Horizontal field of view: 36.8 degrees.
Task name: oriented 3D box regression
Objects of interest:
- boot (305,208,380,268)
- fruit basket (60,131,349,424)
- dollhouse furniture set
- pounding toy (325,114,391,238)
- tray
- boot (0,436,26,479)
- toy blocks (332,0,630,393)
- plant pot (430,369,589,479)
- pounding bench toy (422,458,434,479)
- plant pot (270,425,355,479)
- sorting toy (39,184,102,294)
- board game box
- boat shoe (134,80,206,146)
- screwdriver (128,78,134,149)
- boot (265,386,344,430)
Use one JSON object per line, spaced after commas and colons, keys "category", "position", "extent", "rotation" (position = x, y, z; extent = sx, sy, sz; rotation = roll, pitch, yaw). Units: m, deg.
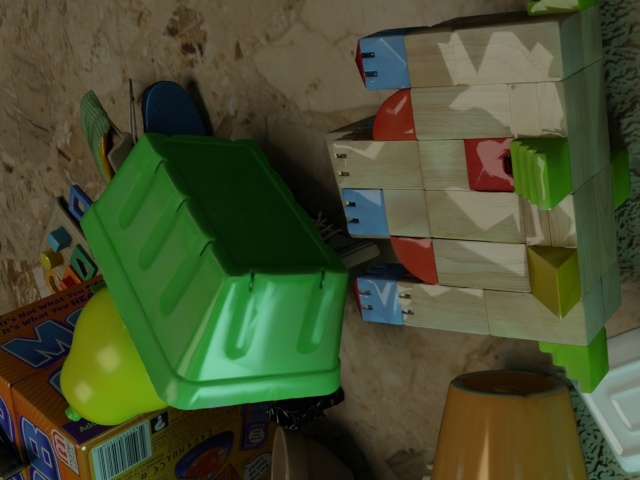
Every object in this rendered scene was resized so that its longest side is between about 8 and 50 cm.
{"category": "boot", "position": [0.000, 0.000, 1.242], "extent": [0.190, 0.069, 0.086], "rotation": [-16, 94, 55]}
{"category": "fruit basket", "position": [-0.170, 0.091, 1.233], "extent": [0.392, 0.283, 0.392], "rotation": [0, 90, 56]}
{"category": "dollhouse furniture set", "position": [-0.316, -0.038, 1.425], "extent": [0.197, 0.151, 0.301], "rotation": [43, 159, 51]}
{"category": "pounding toy", "position": [0.117, -0.047, 1.060], "extent": [0.206, 0.094, 0.181], "rotation": [2, 111, 49]}
{"category": "tray", "position": [0.357, 0.147, 0.943], "extent": [0.270, 0.030, 0.145], "rotation": [-36, 81, 52]}
{"category": "boot", "position": [-0.499, 0.306, 1.406], "extent": [0.219, 0.082, 0.106], "rotation": [-19, 97, 55]}
{"category": "toy blocks", "position": [0.133, -0.062, 0.915], "extent": [0.261, 0.191, 0.381], "rotation": [4, 113, 36]}
{"category": "plant pot", "position": [0.207, 0.247, 1.058], "extent": [0.205, 0.205, 0.188], "rotation": [4, 97, 48]}
{"category": "pounding bench toy", "position": [0.167, 0.308, 1.209], "extent": [0.052, 0.083, 0.065], "rotation": [-11, 101, 51]}
{"category": "plant pot", "position": [-0.010, 0.389, 1.405], "extent": [0.237, 0.110, 0.237], "rotation": [-179, 90, -80]}
{"category": "sorting toy", "position": [-0.488, 0.041, 1.856], "extent": [0.196, 0.047, 0.348], "rotation": [53, 141, 14]}
{"category": "board game box", "position": [-0.306, 0.297, 1.534], "extent": [0.356, 0.356, 0.356], "rotation": [26, 128, 39]}
{"category": "boat shoe", "position": [-0.216, -0.105, 1.409], "extent": [0.089, 0.109, 0.258], "rotation": [20, 123, 60]}
{"category": "screwdriver", "position": [-0.307, -0.178, 1.543], "extent": [0.025, 0.024, 0.170], "rotation": [6, 116, 16]}
{"category": "boot", "position": [-0.036, 0.232, 1.391], "extent": [0.121, 0.099, 0.045], "rotation": [10, 116, 47]}
